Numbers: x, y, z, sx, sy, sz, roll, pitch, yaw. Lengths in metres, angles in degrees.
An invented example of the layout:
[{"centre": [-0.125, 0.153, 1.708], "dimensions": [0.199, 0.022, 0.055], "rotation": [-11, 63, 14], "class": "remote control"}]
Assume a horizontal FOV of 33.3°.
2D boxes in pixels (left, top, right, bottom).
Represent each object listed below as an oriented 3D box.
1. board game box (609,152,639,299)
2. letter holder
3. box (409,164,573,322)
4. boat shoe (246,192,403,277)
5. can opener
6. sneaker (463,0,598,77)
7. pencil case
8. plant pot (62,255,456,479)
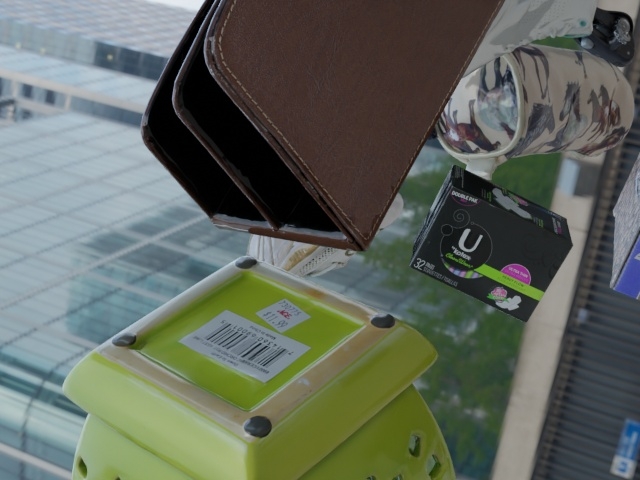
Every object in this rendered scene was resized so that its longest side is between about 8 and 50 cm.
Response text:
[{"centre": [0.455, 0.000, 1.072], "dimensions": [0.232, 0.290, 0.141], "rotation": [-55, -15, -64], "class": "board game box"}, {"centre": [-0.005, -0.180, 0.771], "dimensions": [0.214, 0.152, 0.302], "rotation": [50, -120, -41], "class": "letter holder"}, {"centre": [0.107, 0.001, 0.678], "dimensions": [0.052, 0.083, 0.062], "rotation": [-66, 2, -68], "class": "box"}, {"centre": [0.000, 0.000, 1.252], "dimensions": [0.096, 0.277, 0.098], "rotation": [9, -109, -28], "class": "boat shoe"}, {"centre": [0.287, -0.254, 1.214], "dimensions": [0.186, 0.073, 0.059], "rotation": [28, -121, -29], "class": "can opener"}, {"centre": [0.206, -0.212, 0.997], "dimensions": [0.212, 0.094, 0.080], "rotation": [-43, 16, 24], "class": "sneaker"}, {"centre": [0.311, -0.191, 1.543], "dimensions": [0.410, 0.159, 0.184], "rotation": [-9, -69, -52], "class": "pencil case"}, {"centre": [-0.046, 0.152, 0.791], "dimensions": [0.227, 0.228, 0.207], "rotation": [-32, -49, -39], "class": "plant pot"}]
